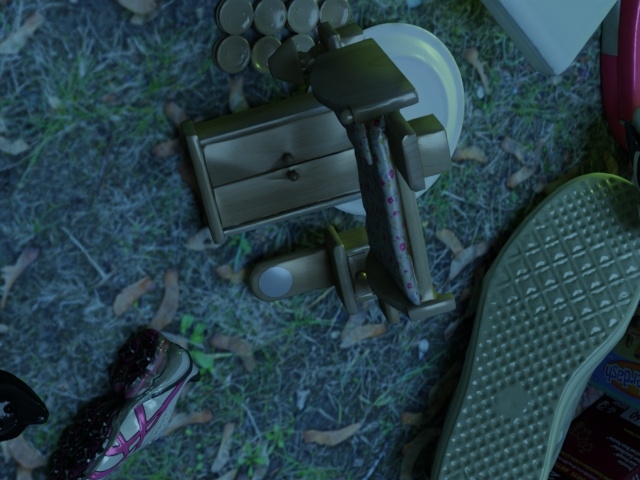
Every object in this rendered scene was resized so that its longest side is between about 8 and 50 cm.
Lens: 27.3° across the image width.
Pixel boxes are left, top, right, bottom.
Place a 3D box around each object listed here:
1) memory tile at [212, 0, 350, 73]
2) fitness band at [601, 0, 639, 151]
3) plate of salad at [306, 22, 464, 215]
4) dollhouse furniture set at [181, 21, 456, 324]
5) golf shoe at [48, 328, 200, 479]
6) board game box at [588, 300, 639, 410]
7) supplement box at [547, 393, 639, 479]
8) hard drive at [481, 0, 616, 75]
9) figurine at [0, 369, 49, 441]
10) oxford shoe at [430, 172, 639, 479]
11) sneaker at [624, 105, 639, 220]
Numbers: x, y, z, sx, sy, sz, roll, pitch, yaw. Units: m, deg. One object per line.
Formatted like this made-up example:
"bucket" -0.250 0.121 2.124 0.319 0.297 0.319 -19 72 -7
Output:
"memory tile" -0.035 -0.216 1.262 0.148 0.012 0.113 -7 110 -32
"fitness band" 0.420 -0.231 1.534 0.209 0.054 0.291 -17 116 -28
"plate of salad" 0.060 -0.123 1.334 0.200 0.048 0.200 -12 114 -29
"dollhouse furniture set" 0.000 0.000 1.125 0.173 0.355 0.303 -16 117 -5
"golf shoe" -0.184 0.180 1.264 0.086 0.067 0.186 41 82 -37
"board game box" 0.402 0.098 1.569 0.047 0.160 0.210 3 105 -35
"supplement box" 0.324 0.296 1.603 0.239 0.130 0.073 -36 122 -20
"hard drive" 0.192 -0.353 1.229 0.233 0.047 0.353 -53 128 -8
"figurine" -0.347 0.116 1.046 0.215 0.209 0.092 -6 109 -32
"oxford shoe" 0.243 0.131 1.505 0.130 0.169 0.449 57 56 -79
"sneaker" 0.411 -0.100 1.488 0.235 0.094 0.153 -28 108 -47
